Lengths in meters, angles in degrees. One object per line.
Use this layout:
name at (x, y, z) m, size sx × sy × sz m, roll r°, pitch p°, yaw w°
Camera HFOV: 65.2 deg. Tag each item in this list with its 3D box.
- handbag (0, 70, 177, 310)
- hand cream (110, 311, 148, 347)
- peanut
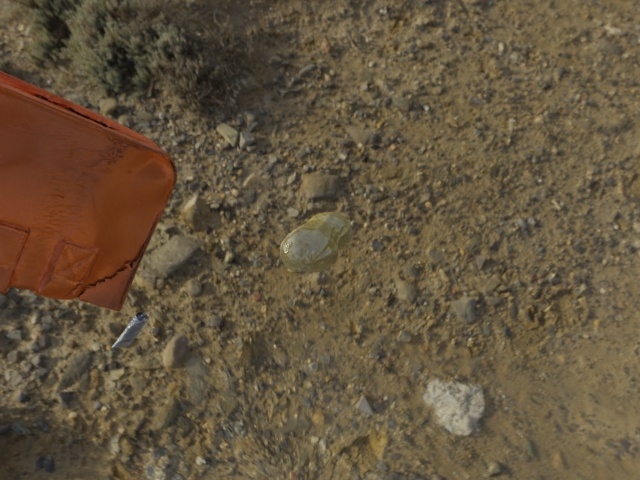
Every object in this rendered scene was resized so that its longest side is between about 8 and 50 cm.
handbag at (-0.443, -0.071, 0.731) m, size 0.116 × 0.410 × 0.303 m, roll 35°, pitch 101°, yaw 51°
hand cream at (-0.294, 0.142, 0.778) m, size 0.030 × 0.093 × 0.019 m, roll 2°, pitch 46°, yaw -48°
peanut at (0.000, 0.000, 0.985) m, size 0.099 × 0.090 × 0.214 m, roll 22°, pitch 30°, yaw 17°
